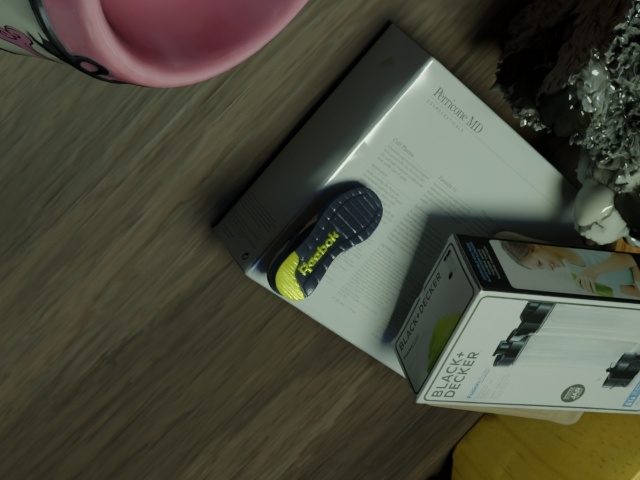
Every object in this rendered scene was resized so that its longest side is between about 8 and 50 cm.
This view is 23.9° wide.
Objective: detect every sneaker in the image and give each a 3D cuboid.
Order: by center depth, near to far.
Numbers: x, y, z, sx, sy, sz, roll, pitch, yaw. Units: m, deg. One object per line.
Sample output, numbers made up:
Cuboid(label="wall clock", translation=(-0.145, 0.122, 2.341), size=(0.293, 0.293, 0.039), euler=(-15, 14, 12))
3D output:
Cuboid(label="sneaker", translation=(0.000, 0.000, 1.475), size=(0.144, 0.059, 0.053), euler=(-42, 102, -19))

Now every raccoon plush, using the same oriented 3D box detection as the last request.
Cuboid(label="raccoon plush", translation=(0.393, -0.177, 1.510), size=(0.299, 0.216, 0.446), euler=(34, 119, -24))

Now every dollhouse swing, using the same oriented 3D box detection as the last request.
Cuboid(label="dollhouse swing", translation=(0.393, 0.328, 1.859), size=(0.305, 0.315, 0.347), euler=(36, 99, -35))

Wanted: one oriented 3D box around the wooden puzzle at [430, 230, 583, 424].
Cuboid(label="wooden puzzle", translation=(0.239, 0.100, 1.696), size=(0.238, 0.044, 0.221), euler=(14, 113, -32))

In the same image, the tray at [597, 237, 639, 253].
Cuboid(label="tray", translation=(0.415, -0.124, 1.745), size=(0.202, 0.076, 0.411), euler=(-10, 126, -25))

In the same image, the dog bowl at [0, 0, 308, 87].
Cuboid(label="dog bowl", translation=(-0.109, -0.297, 1.156), size=(0.408, 0.150, 0.408), euler=(-42, 151, -30))

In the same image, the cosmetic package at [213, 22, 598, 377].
Cuboid(label="cosmetic package", translation=(0.112, -0.014, 1.624), size=(0.284, 0.097, 0.377), euler=(-47, 132, 8))

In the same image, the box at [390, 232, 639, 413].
Cuboid(label="box", translation=(0.240, 0.093, 1.583), size=(0.290, 0.087, 0.169), euler=(7, 130, -26))
